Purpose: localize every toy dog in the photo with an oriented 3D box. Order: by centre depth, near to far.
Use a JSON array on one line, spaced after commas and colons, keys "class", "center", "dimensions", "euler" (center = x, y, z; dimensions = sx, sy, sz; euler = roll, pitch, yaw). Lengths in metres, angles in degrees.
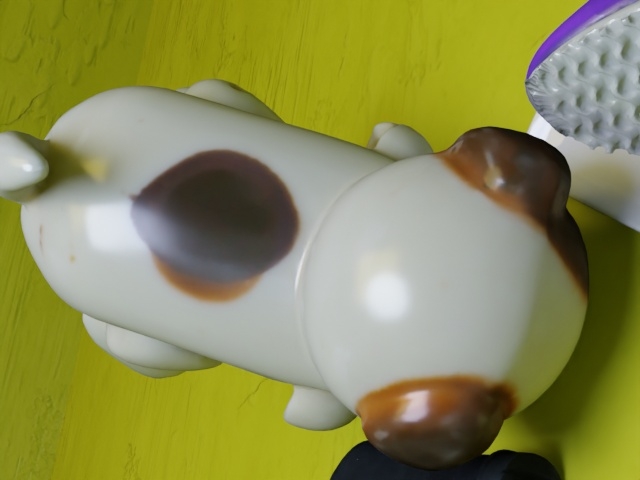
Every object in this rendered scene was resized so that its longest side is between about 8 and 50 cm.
[{"class": "toy dog", "center": [0.000, 0.000, 0.652], "dimensions": [0.408, 0.395, 0.284], "euler": [16, 74, 32]}]

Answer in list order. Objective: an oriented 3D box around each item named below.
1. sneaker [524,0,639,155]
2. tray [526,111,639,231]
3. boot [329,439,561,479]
[{"class": "sneaker", "center": [0.253, -0.160, 0.482], "dimensions": [0.293, 0.102, 0.146], "euler": [-27, 32, 30]}, {"class": "tray", "center": [0.239, -0.076, 0.576], "dimensions": [0.145, 0.030, 0.270], "euler": [-68, 26, 12]}, {"class": "boot", "center": [0.069, 0.270, 0.632], "dimensions": [0.207, 0.094, 0.246], "euler": [-20, 50, 55]}]
